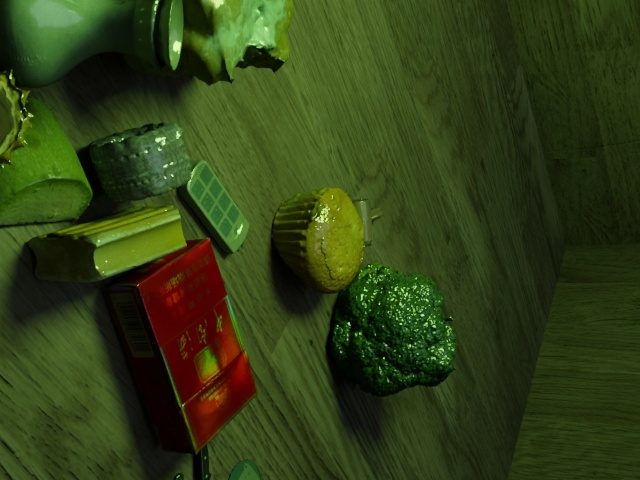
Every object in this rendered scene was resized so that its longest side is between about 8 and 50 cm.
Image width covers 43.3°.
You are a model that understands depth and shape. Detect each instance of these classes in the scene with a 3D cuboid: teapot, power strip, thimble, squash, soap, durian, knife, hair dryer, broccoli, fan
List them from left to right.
[{"bbox_3d":[-0.456,-0.120,1.035,0.224,0.140,0.078,-62,-176,-14],"label":"durian"},{"bbox_3d":[-0.392,-0.114,1.137,0.192,0.085,0.184,-12,99,-60],"label":"squash"},{"bbox_3d":[-0.318,-0.293,1.094,0.183,0.250,0.184,-175,-90,-88],"label":"teapot"},{"bbox_3d":[-0.304,-0.001,1.225,0.232,0.140,0.073,-25,114,-57],"label":"soap"},{"bbox_3d":[-0.282,-0.124,1.264,0.150,0.150,0.098,-38,119,-54],"label":"thimble"},{"bbox_3d":[-0.210,0.318,1.487,0.072,0.019,0.246,1,86,-59],"label":"knife"},{"bbox_3d":[-0.195,-0.057,1.517,0.227,0.029,0.080,58,42,-41],"label":"power strip"},{"bbox_3d":[-0.140,0.514,1.604,0.113,0.005,0.175,-56,134,-44],"label":"fan"},{"bbox_3d":[0.119,-0.054,2.021,0.181,0.064,0.117,-23,109,-63],"label":"hair dryer"},{"bbox_3d":[0.177,0.215,1.935,0.283,0.303,0.322,88,8,-80],"label":"broccoli"}]

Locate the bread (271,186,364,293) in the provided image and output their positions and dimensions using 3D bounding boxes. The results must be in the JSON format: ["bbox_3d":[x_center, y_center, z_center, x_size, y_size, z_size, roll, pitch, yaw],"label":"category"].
[{"bbox_3d":[0.004,0.001,1.741,0.240,0.139,0.240,4,86,-59],"label":"bread"}]

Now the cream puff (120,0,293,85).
[{"bbox_3d":[-0.198,-0.393,1.291,0.323,0.269,0.275,-33,135,-64],"label":"cream puff"}]

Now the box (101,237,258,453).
[{"bbox_3d":[-0.229,0.177,1.380,0.197,0.089,0.314,-40,120,-53],"label":"box"}]

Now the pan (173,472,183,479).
[{"bbox_3d":[-0.258,0.517,1.386,0.136,0.028,0.235,10,83,-59],"label":"pan"}]
